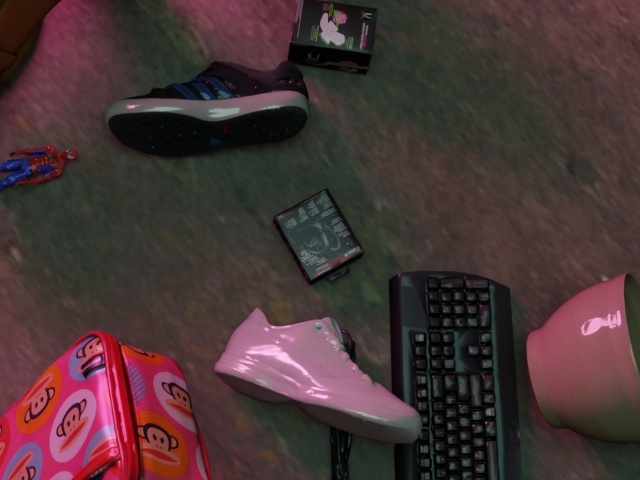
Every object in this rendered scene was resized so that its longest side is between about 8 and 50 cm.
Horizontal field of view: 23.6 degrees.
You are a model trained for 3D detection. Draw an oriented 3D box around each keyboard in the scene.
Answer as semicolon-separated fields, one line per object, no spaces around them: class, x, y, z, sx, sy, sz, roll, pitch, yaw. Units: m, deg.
keyboard;0.094;0.186;1.481;0.202;0.033;0.317;-1;77;-4

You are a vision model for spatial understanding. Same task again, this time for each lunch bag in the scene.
lunch bag;-0.214;0.250;1.294;0.120;0.258;0.293;27;117;-33

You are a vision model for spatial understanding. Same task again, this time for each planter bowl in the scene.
planter bowl;0.261;0.120;1.453;0.109;0.162;0.162;-15;78;21

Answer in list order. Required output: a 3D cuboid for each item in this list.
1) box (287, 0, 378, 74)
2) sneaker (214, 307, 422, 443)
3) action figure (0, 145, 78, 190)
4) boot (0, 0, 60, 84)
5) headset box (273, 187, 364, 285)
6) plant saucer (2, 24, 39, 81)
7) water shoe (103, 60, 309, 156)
box;0.012;-0.206;1.542;0.083;0.062;0.052;9;76;-1
sneaker;0.007;0.120;1.443;0.212;0.080;0.094;19;70;21
action figure;-0.295;-0.070;1.512;0.115;0.030;0.038;-17;75;-9
boot;-0.297;-0.211;1.467;0.109;0.283;0.220;19;98;31
headset box;0.000;0.000;1.513;0.062;0.032;0.083;-29;82;-9
plant saucer;-0.402;-0.248;1.537;0.241;0.037;0.241;1;77;-4
water shoe;-0.114;-0.135;1.527;0.203;0.073;0.080;-2;52;-4
